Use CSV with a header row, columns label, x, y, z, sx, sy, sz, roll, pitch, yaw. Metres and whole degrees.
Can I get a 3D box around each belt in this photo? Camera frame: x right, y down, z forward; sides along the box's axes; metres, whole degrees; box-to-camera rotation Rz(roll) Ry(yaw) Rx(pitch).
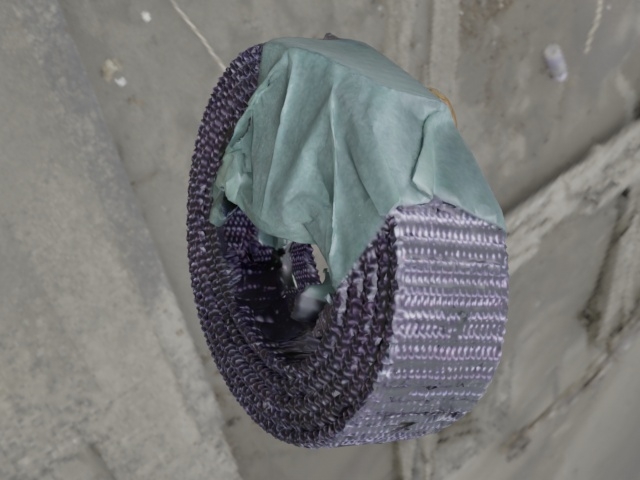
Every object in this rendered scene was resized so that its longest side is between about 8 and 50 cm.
label,x,y,z,sx,sy,sz,roll,pitch,yaw
belt,0.000,0.000,0.695,0.122,0.325,0.260,3,117,-29

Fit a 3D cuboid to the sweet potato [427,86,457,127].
label,x,y,z,sx,sy,sz,roll,pitch,yaw
sweet potato,0.067,0.044,0.848,0.106,0.095,0.355,-38,139,-43
